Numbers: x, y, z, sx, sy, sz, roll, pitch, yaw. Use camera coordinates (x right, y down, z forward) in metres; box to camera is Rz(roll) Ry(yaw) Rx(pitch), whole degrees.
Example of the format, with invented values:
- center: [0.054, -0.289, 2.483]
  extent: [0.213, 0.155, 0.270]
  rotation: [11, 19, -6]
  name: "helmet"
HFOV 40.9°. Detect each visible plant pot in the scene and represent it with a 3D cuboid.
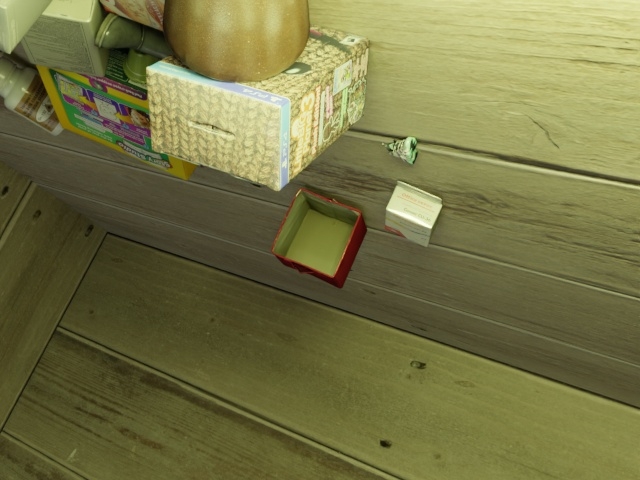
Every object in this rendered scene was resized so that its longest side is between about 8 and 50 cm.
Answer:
- center: [-0.110, -0.370, 1.160]
  extent: [0.215, 0.215, 0.230]
  rotation: [24, 152, 6]
  name: "plant pot"
- center: [-0.370, -0.384, 1.788]
  extent: [0.083, 0.083, 0.079]
  rotation: [25, 155, -1]
  name: "plant pot"

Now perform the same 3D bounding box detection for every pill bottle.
- center: [-0.788, -0.397, 2.340]
  extent: [0.229, 0.131, 0.131]
  rotation: [32, 165, -25]
  name: "pill bottle"

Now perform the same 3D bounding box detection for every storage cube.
- center: [0.000, 0.000, 2.284]
  extent: [0.183, 0.215, 0.193]
  rotation: [22, 172, 12]
  name: "storage cube"

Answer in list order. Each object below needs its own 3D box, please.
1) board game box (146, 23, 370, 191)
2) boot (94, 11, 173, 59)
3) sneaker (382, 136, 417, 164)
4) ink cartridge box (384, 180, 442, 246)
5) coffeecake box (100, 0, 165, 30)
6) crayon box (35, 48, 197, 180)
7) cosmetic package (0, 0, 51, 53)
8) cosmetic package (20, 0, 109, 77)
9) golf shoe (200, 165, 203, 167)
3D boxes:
- center: [-0.090, -0.231, 1.349]
  extent: [0.232, 0.291, 0.141]
  rotation: [19, 129, 21]
  name: "board game box"
- center: [-0.301, -0.360, 1.628]
  extent: [0.208, 0.076, 0.190]
  rotation: [32, -150, -1]
  name: "boot"
- center: [0.152, -0.183, 1.685]
  extent: [0.069, 0.038, 0.098]
  rotation: [21, 165, 14]
  name: "sneaker"
- center: [0.212, -0.060, 1.978]
  extent: [0.115, 0.067, 0.198]
  rotation: [23, 166, 10]
  name: "ink cartridge box"
- center: [-0.303, -0.433, 1.485]
  extent: [0.185, 0.068, 0.142]
  rotation: [22, 167, 14]
  name: "coffeecake box"
- center: [-0.458, -0.320, 1.985]
  extent: [0.362, 0.106, 0.313]
  rotation: [24, 155, 11]
  name: "crayon box"
- center: [-0.487, -0.438, 1.394]
  extent: [0.107, 0.238, 0.127]
  rotation: [25, 154, -4]
  name: "cosmetic package"
- center: [-0.497, -0.427, 1.656]
  extent: [0.160, 0.113, 0.309]
  rotation: [10, 172, -9]
  name: "cosmetic package"
- center: [-0.270, -0.253, 2.146]
  extent: [0.086, 0.068, 0.186]
  rotation: [-14, 158, -11]
  name: "golf shoe"
